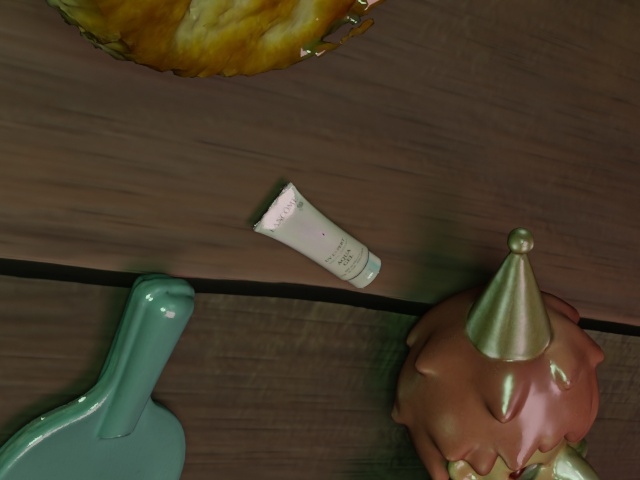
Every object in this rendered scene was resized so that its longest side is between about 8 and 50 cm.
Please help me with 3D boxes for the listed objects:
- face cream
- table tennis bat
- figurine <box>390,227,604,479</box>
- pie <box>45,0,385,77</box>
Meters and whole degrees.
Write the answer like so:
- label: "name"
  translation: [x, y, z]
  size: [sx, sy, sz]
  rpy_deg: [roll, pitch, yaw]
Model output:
- label: "face cream"
  translation: [0.000, 0.000, 0.874]
  size: [0.038, 0.020, 0.115]
  rpy_deg: [-51, 136, 3]
- label: "table tennis bat"
  translation: [-0.136, 0.126, 0.837]
  size: [0.153, 0.040, 0.244]
  rpy_deg: [2, 122, -43]
- label: "figurine"
  translation: [0.135, 0.141, 0.991]
  size: [0.207, 0.166, 0.387]
  rpy_deg: [-32, 142, -44]
- label: "pie"
  translation: [-0.011, -0.202, 0.590]
  size: [0.315, 0.092, 0.315]
  rpy_deg: [-42, 160, -19]
